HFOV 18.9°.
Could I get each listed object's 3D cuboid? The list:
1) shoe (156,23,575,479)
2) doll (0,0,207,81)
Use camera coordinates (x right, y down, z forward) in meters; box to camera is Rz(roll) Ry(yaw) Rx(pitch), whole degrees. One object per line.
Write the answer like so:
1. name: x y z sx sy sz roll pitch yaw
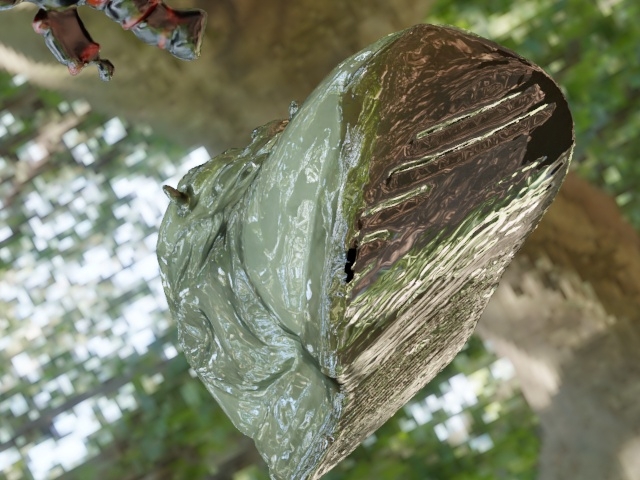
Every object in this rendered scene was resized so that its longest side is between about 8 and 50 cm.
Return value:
1. shoe: 0.000 0.000 0.623 0.098 0.103 0.275 44 155 11
2. doll: -0.183 -0.169 1.111 0.088 0.249 0.127 121 153 -59
